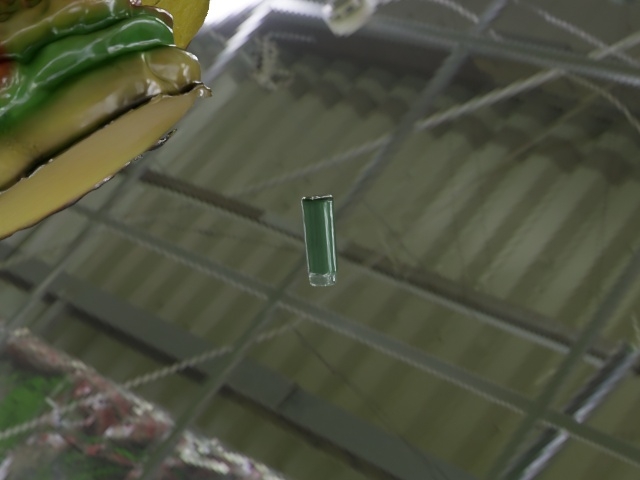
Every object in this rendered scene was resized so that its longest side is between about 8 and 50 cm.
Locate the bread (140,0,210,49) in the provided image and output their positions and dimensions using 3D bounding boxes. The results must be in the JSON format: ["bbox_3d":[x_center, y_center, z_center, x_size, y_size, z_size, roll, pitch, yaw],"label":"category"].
[{"bbox_3d":[-0.163,-0.197,1.240,0.088,0.233,0.161,41,-112,13],"label":"bread"}]

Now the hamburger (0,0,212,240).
[{"bbox_3d":[-0.209,-0.108,1.029,0.237,0.149,0.237,-33,179,-1],"label":"hamburger"}]

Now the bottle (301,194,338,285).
[{"bbox_3d":[0.000,0.000,1.334,0.030,0.083,0.030,-5,-171,1],"label":"bottle"}]
